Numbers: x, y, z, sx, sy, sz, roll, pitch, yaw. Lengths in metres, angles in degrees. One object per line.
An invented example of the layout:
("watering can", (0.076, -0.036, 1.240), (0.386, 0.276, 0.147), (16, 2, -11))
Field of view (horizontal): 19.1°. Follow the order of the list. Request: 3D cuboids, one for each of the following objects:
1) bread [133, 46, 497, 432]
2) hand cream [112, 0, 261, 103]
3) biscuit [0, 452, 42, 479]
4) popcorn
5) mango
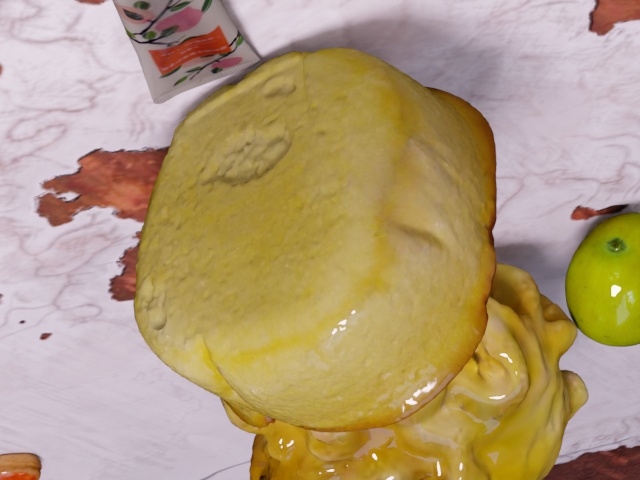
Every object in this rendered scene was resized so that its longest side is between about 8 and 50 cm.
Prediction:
("bread", (0.000, 0.000, 1.287), (0.270, 0.270, 0.148), (-29, 142, 26))
("hand cream", (-0.096, -0.145, 1.205), (0.080, 0.050, 0.234), (-20, 159, 3))
("biscuit", (-0.337, 0.280, 1.901), (0.165, 0.036, 0.250), (-10, 153, -8))
("popcorn", (0.084, 0.158, 1.645), (0.316, 0.281, 0.297), (-28, 136, -1))
("mango", (0.269, 0.032, 1.654), (0.089, 0.117, 0.163), (15, -169, 23))
